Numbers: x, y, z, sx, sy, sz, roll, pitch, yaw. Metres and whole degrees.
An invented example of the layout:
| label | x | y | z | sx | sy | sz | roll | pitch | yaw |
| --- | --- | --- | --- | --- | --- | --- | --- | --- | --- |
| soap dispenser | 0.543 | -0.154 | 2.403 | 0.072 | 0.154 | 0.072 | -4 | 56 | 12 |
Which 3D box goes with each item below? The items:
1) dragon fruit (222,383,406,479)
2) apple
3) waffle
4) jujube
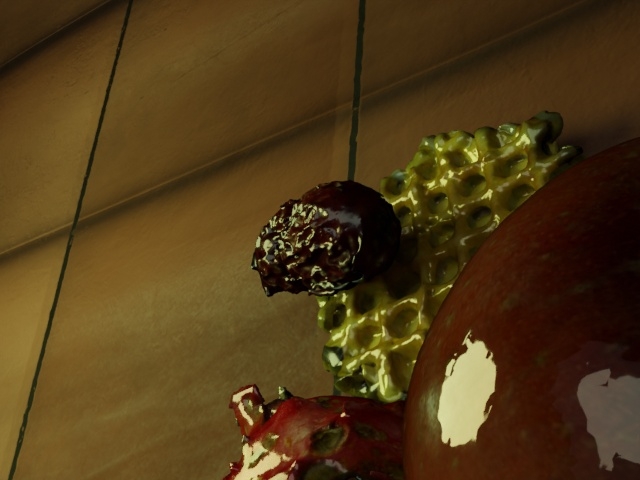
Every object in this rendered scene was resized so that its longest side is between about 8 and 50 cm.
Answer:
| label | x | y | z | sx | sy | sz | roll | pitch | yaw |
| --- | --- | --- | --- | --- | --- | --- | --- | --- | --- |
| dragon fruit | 0.017 | 0.210 | 0.733 | 0.268 | 0.210 | 0.205 | 48 | 135 | 41 |
| apple | 0.214 | 0.110 | 0.536 | 0.277 | 0.348 | 0.349 | 105 | 165 | -49 |
| waffle | 0.117 | 0.032 | 0.873 | 0.329 | 0.062 | 0.329 | -26 | 47 | 31 |
| jujube | 0.002 | -0.004 | 0.892 | 0.165 | 0.104 | 0.104 | -8 | 56 | 45 |
